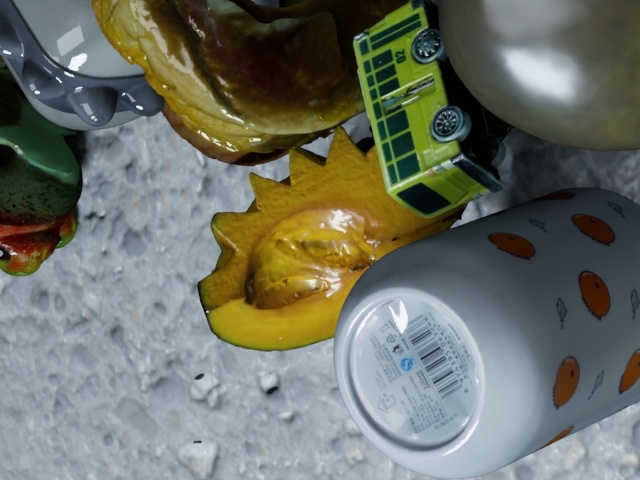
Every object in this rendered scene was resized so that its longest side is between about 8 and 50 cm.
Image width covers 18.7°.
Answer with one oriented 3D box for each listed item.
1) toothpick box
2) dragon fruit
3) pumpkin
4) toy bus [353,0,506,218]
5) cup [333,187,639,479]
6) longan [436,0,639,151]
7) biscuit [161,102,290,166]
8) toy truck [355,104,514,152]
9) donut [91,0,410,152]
[{"bbox_3d":[-0.252,-0.248,1.963,0.229,0.229,0.316,-46,65,33],"label":"toothpick box"},{"bbox_3d":[-0.364,-0.089,2.098,0.130,0.295,0.268,-42,43,23],"label":"dragon fruit"},{"bbox_3d":[0.000,0.000,1.785,0.254,0.149,0.130,-24,62,-5],"label":"pumpkin"},{"bbox_3d":[0.091,-0.117,1.697,0.101,0.088,0.175,-26,59,24],"label":"toy bus"},{"bbox_3d":[0.164,0.081,1.699,0.212,0.317,0.212,8,104,34],"label":"cup"},{"bbox_3d":[0.217,-0.240,1.627,0.288,0.288,0.350,-27,75,37],"label":"longan"},{"bbox_3d":[-0.085,-0.163,2.006,0.228,0.031,0.176,28,114,30],"label":"biscuit"},{"bbox_3d":[0.064,-0.043,1.868,0.088,0.121,0.259,48,123,17],"label":"toy truck"},{"bbox_3d":[-0.069,-0.240,1.824,0.160,0.330,0.330,-35,78,59],"label":"donut"}]
